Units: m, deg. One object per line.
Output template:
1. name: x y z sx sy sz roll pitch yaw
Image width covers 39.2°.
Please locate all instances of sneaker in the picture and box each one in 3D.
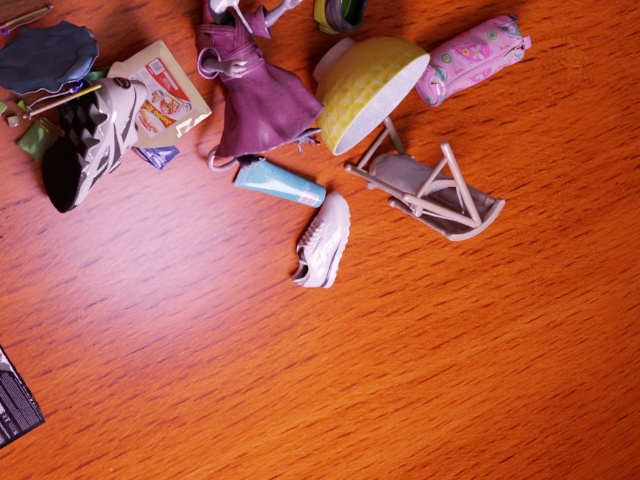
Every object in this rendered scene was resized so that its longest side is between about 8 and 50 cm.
1. sneaker: 0.000 0.000 2.069 0.094 0.090 0.235 6 105 -24
2. sneaker: -0.408 -0.170 1.656 0.146 0.122 0.330 -20 159 -45
3. sneaker: 0.069 -0.567 1.844 0.111 0.121 0.300 -7 113 -30

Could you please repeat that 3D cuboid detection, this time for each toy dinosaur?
1. toy dinosaur: -0.035 -0.228 1.976 0.082 0.047 0.090 -21 111 -44

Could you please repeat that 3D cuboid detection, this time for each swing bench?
1. swing bench: 0.238 -0.127 2.055 0.254 0.253 0.165 40 87 -36

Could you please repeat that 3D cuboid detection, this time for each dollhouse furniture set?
1. dollhouse furniture set: -0.542 -0.206 1.653 0.076 0.058 0.151 -50 127 -4

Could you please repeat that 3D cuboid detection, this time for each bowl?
1. bowl: 0.078 -0.337 1.906 0.289 0.289 0.156 -43 83 -9

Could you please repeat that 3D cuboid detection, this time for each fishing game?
1. fishing game: -0.471 -0.311 1.543 0.189 0.264 0.041 -29 145 -16

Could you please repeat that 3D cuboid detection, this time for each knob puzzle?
1. knob puzzle: -0.334 -0.262 1.712 0.213 0.030 0.213 -4 113 -9

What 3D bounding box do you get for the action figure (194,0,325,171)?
1. action figure: -0.153 -0.351 1.793 0.248 0.275 0.370 -38 107 -35

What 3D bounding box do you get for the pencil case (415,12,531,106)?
1. pencil case: 0.347 -0.420 2.083 0.284 0.124 0.124 -29 123 -18

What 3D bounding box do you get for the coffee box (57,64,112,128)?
1. coffee box: -0.408 -0.277 1.718 0.184 0.040 0.113 -11 115 -28

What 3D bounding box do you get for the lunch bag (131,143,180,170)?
1. lunch bag: -0.338 -0.189 1.783 0.065 0.067 0.098 -48 125 -7

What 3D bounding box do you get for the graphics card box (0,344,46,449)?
1. graphics card box: -0.754 0.352 1.736 0.371 0.094 0.233 -31 123 -16

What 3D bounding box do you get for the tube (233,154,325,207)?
1. tube: -0.087 -0.127 1.983 0.207 0.052 0.080 19 95 -31
